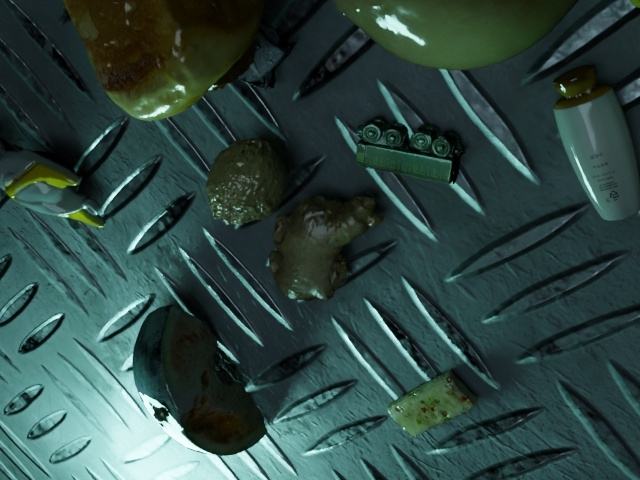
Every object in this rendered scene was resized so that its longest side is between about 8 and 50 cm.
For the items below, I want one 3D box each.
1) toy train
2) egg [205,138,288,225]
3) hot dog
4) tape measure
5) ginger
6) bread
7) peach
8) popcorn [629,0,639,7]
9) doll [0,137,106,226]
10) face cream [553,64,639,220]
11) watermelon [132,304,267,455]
[{"bbox_3d":[0.116,-0.118,0.906,0.147,0.038,0.071,14,125,20],"label":"toy train"},{"bbox_3d":[-0.106,-0.083,0.992,0.116,0.118,0.140,43,140,-3],"label":"egg"},{"bbox_3d":[-0.196,-0.349,0.812,0.185,0.223,0.405,-24,91,38],"label":"hot dog"},{"bbox_3d":[-0.091,-0.253,0.925,0.094,0.054,0.091,34,122,3],"label":"tape measure"},{"bbox_3d":[-0.005,-0.001,1.015,0.137,0.074,0.213,28,131,-1],"label":"ginger"},{"bbox_3d":[0.176,0.264,1.102,0.068,0.028,0.153,46,130,-5],"label":"bread"},{"bbox_3d":[0.114,-0.304,0.649,0.292,0.248,0.292,11,152,6],"label":"peach"},{"bbox_3d":[0.356,-0.258,0.616,0.155,0.197,0.198,-13,112,49],"label":"popcorn"},{"bbox_3d":[-0.508,-0.121,1.192,0.316,0.103,0.146,29,131,16],"label":"doll"},{"bbox_3d":[0.320,-0.111,0.794,0.072,0.051,0.182,-15,110,34],"label":"face cream"},{"bbox_3d":[-0.261,0.281,1.246,0.188,0.175,0.322,-19,107,33],"label":"watermelon"}]
